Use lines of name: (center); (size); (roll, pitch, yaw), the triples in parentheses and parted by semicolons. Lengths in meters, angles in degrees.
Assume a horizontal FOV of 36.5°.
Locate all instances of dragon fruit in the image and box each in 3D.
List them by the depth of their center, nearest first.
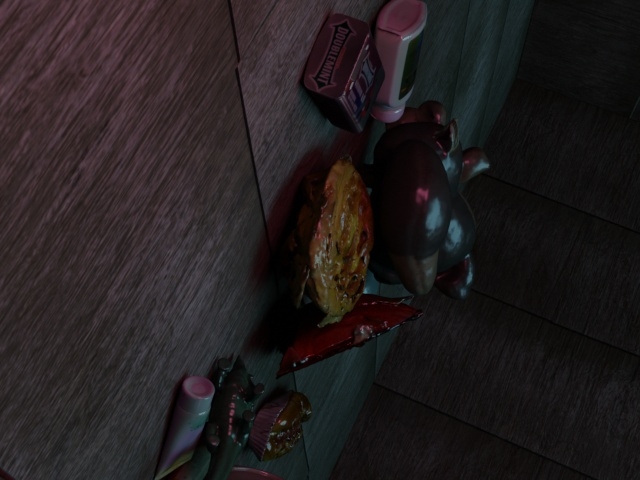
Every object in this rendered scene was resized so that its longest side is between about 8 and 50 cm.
dragon fruit: (0.040, 0.145, 1.742); (0.343, 0.282, 0.100); (139, -67, -86)

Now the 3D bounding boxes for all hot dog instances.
hot dog: (-0.077, 0.372, 1.969); (0.144, 0.075, 0.268); (-66, 165, 4)

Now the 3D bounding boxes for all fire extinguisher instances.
fire extinguisher: (-0.201, 0.351, 1.468); (0.177, 0.050, 0.062); (-56, 139, -45)

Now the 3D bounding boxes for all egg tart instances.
egg tart: (0.000, 0.000, 1.557); (0.297, 0.132, 0.297); (7, 90, -76)

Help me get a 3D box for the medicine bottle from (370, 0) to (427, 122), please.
medicine bottle: (0.124, -0.297, 1.645); (0.219, 0.078, 0.115); (96, 19, -51)

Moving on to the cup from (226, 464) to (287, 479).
cup: (-0.135, 0.560, 1.742); (0.288, 0.208, 0.273); (-4, 114, -75)

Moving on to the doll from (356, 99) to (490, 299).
doll: (0.157, -0.033, 1.786); (0.378, 0.252, 0.382); (-46, 136, -54)

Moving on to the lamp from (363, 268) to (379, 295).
lamp: (0.067, 0.095, 2.024); (0.179, 0.108, 0.246); (-55, 163, -58)

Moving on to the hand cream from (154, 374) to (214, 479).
hand cream: (-0.192, 0.269, 1.382); (0.076, 0.047, 0.174); (-24, 143, -48)

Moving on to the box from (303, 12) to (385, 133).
box: (0.040, -0.237, 1.418); (0.224, 0.069, 0.120); (26, 86, -78)

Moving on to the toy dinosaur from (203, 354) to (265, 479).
toy dinosaur: (-0.135, 0.270, 1.431); (0.292, 0.079, 0.120); (-85, -170, -63)
